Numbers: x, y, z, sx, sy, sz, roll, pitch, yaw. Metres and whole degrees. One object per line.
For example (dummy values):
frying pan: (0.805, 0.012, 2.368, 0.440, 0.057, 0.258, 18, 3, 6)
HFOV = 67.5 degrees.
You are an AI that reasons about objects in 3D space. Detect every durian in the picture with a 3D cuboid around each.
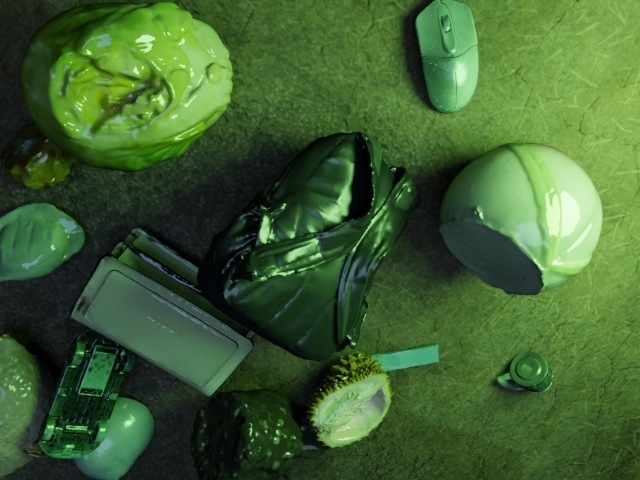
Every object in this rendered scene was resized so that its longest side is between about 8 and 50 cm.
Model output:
durian: (0.066, 0.382, 1.162, 0.250, 0.138, 0.183, -53, 136, 4)

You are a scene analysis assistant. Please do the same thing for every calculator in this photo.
calculator: (0.210, 0.296, 1.197, 0.171, 0.018, 0.057, -11, 111, 2)

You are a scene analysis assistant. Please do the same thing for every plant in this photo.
plant: (-0.139, 0.482, 1.166, 0.215, 0.213, 0.312, -49, 142, 17)

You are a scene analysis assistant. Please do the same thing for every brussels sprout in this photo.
brussels sprout: (-0.326, -0.258, 0.833, 0.343, 0.344, 0.269, -9, 97, 1)

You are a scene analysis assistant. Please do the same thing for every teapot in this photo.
teapot: (0.521, 0.336, 1.199, 0.090, 0.124, 0.092, 42, 63, -30)

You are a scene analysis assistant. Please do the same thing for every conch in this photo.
conch: (-0.519, 0.510, 1.216, 0.184, 0.121, 0.221, 16, 107, -39)

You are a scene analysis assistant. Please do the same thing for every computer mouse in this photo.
computer mouse: (0.249, -0.361, 0.932, 0.113, 0.068, 0.229, -14, 110, 2)

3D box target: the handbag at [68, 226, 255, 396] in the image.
handbag: (-0.334, 0.169, 1.065, 0.358, 0.160, 0.237, 35, 111, -12)

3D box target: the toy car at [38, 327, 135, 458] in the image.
toy car: (-0.546, 0.341, 1.114, 0.136, 0.125, 0.306, 21, 89, -37)

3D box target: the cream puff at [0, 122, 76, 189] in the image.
cream puff: (-0.554, -0.160, 0.963, 0.146, 0.146, 0.116, -21, 148, 6)

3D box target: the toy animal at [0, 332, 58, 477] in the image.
toy animal: (-0.733, 0.391, 1.115, 0.226, 0.188, 0.359, 9, 99, -36)

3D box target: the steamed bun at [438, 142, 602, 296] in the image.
steamed bun: (0.404, -0.068, 0.941, 0.309, 0.309, 0.310, -1, 110, -1)

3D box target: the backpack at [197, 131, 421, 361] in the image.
backpack: (0.000, 0.000, 0.943, 0.363, 0.254, 0.446, 37, 83, -33)

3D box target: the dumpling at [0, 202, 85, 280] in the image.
dumpling: (-0.622, 0.014, 1.037, 0.219, 0.153, 0.108, -20, 154, -14)
